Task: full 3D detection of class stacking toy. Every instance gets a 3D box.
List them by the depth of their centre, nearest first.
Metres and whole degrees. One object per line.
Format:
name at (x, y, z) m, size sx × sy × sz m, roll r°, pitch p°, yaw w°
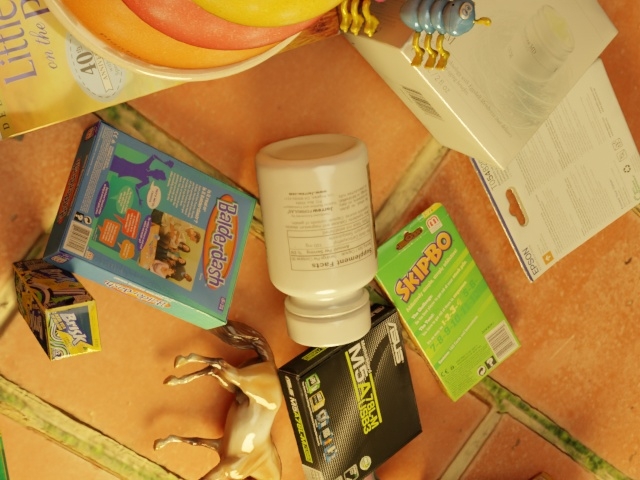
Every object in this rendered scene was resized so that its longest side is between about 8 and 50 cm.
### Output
stacking toy at (-0.046, -0.283, 0.949) m, size 0.351 × 0.480 × 0.350 m, roll -8°, pitch 108°, yaw -24°

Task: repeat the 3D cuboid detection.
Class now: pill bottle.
pill bottle at (0.000, 0.000, 1.325) m, size 0.131 × 0.131 × 0.229 m, roll -14°, pitch 111°, yaw -21°

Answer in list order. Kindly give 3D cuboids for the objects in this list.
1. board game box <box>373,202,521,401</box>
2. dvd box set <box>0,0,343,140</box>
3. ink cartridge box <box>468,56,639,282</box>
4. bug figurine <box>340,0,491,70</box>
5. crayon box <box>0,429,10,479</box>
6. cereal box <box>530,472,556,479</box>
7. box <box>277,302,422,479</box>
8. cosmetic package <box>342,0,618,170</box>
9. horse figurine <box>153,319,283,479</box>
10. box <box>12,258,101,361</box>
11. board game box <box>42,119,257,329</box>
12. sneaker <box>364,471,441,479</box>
board game box at (0.160, 0.079, 1.479) m, size 0.124 × 0.039 × 0.259 m, roll -38°, pitch 120°, yaw -11°
dvd box set at (-0.200, -0.306, 1.178) m, size 0.420 × 0.062 × 0.307 m, roll -20°, pitch 112°, yaw -19°
ink cartridge box at (0.310, -0.094, 1.491) m, size 0.224 × 0.045 × 0.223 m, roll -35°, pitch 116°, yaw -11°
bug figurine at (0.118, -0.317, 1.204) m, size 0.072 × 0.216 × 0.279 m, roll 44°, pitch 63°, yaw -48°
crayon box at (-0.390, 0.121, 1.160) m, size 0.081 × 0.165 × 0.278 m, roll -13°, pitch 111°, yaw -21°
cereal box at (0.307, 0.480, 1.661) m, size 0.173 × 0.047 × 0.240 m, roll -31°, pitch 115°, yaw -14°
box at (0.042, 0.203, 1.425) m, size 0.184 × 0.045 × 0.190 m, roll -29°, pitch 116°, yaw -35°
cosmetic package at (0.190, -0.246, 1.326) m, size 0.224 × 0.138 × 0.224 m, roll -51°, pitch 125°, yaw -5°
horse figurine at (-0.109, 0.210, 1.375) m, size 0.175 × 0.066 × 0.263 m, roll 3°, pitch 104°, yaw -25°
box at (-0.279, 0.069, 1.193) m, size 0.054 × 0.169 × 0.059 m, roll -10°, pitch 109°, yaw -23°
board game box at (-0.182, -0.014, 1.245) m, size 0.210 × 0.047 × 0.160 m, roll 27°, pitch 63°, yaw -28°
sneaker at (0.163, 0.388, 1.467) m, size 0.319 × 0.112 × 0.131 m, roll 26°, pitch 84°, yaw 3°
